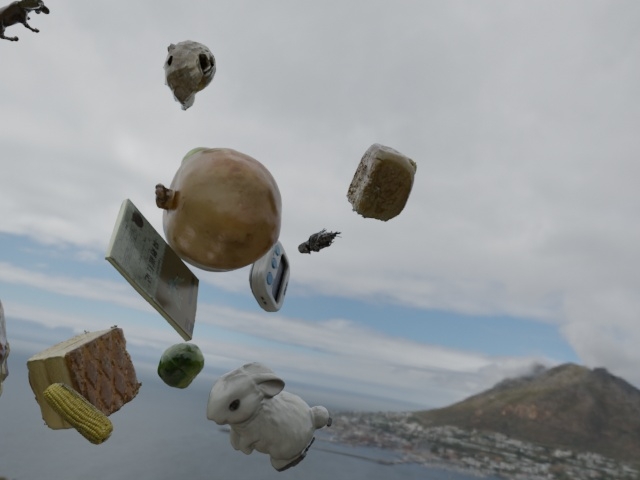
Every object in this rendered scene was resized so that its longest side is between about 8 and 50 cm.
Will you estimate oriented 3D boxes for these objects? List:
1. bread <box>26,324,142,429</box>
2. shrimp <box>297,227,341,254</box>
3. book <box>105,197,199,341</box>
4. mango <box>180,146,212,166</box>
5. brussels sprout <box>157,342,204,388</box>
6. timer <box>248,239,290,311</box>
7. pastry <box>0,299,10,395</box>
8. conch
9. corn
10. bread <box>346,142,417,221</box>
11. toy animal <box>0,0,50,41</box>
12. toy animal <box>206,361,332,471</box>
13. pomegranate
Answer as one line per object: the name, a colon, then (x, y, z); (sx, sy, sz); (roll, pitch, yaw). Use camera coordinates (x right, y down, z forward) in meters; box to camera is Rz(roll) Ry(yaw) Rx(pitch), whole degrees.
bread: (-0.800, 0.467, 1.907); (0.207, 0.279, 0.279); (-10, 11, 20)
shrimp: (0.000, 0.000, 1.617); (0.065, 0.056, 0.165); (-21, -5, -43)
book: (-0.391, 0.072, 1.346); (0.021, 0.217, 0.310); (-23, -52, 12)
mango: (-0.477, -0.284, 2.311); (0.192, 0.156, 0.343); (15, -14, -8)
brussels sprout: (-0.425, 0.375, 1.710); (0.117, 0.155, 0.155); (43, -9, 13)
timer: (-0.199, 0.137, 2.196); (0.087, 0.262, 0.237); (0, -40, 16)
pastry: (-0.559, 0.117, 0.644); (0.389, 0.312, 0.388); (12, -21, 5)
conch: (-0.496, -0.626, 2.088); (0.186, 0.263, 0.324); (14, -1, -9)
corn: (-0.619, 0.441, 1.433); (0.203, 0.072, 0.072); (38, -15, 3)
bread: (0.202, -0.174, 1.806); (0.176, 0.246, 0.195); (17, 20, -16)
toy animal: (-0.875, -0.667, 1.633); (0.214, 0.093, 0.186); (-32, -3, -16)
toy animal: (-0.150, 0.459, 1.509); (0.194, 0.258, 0.357); (43, -12, 50)
pomegranate: (-0.317, -0.097, 1.720); (0.412, 0.411, 0.411); (9, -14, 2)
